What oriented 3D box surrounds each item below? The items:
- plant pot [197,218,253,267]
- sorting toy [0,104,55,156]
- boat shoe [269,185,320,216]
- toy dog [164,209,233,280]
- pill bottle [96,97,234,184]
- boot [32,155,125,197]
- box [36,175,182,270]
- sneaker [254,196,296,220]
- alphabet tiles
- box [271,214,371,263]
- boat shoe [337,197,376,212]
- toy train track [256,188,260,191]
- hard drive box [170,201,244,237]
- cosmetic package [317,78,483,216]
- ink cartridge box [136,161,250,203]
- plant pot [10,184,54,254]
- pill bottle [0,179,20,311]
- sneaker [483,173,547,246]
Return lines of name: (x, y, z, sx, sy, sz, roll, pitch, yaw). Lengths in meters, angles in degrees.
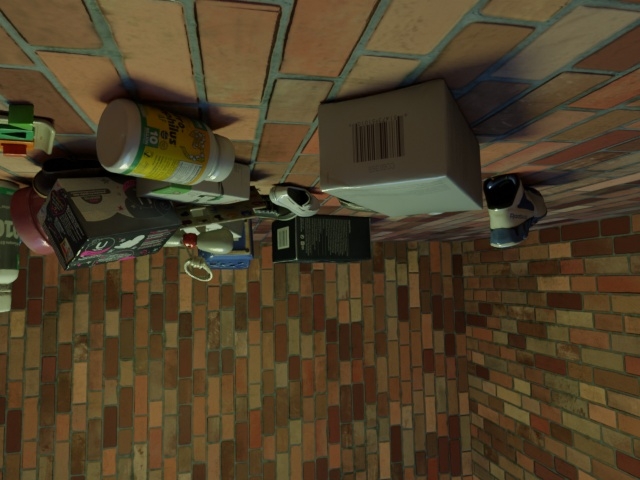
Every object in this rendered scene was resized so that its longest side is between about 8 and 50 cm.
plant pot: (-0.421, 0.001, 2.003, 0.236, 0.235, 0.212, 0, 168, -21)
sorting toy: (-0.593, -0.183, 0.802, 0.196, 0.047, 0.348, 2, 174, -33)
boat shoe: (-0.061, -0.124, 1.419, 0.076, 0.083, 0.226, -4, 174, 37)
toy dog: (-0.418, -0.043, 1.302, 0.334, 0.160, 0.220, 25, 131, -14)
pill bottle: (-0.255, -0.158, 0.766, 0.118, 0.117, 0.209, -5, 173, 39)
boot: (-0.543, -0.142, 1.076, 0.249, 0.090, 0.207, -7, 174, -38)
box: (-0.486, -0.052, 1.050, 0.142, 0.163, 0.247, -39, 167, 30)
sneaker: (-0.177, -0.113, 1.522, 0.222, 0.083, 0.118, -3, 174, 33)
alphabet tiles: (-0.280, -0.105, 1.227, 0.238, 0.009, 0.198, -11, -141, -21)
box: (0.000, 0.000, 2.152, 0.396, 0.211, 0.294, 0, 174, -27)
boat shoe: (0.205, -0.128, 1.287, 0.336, 0.112, 0.096, 1, -179, 22)
toy train track: (-0.224, -0.155, 1.438, 0.083, 0.014, 0.048, -13, 162, 39)
hard drive box: (-0.393, -0.083, 1.469, 0.181, 0.089, 0.232, -4, 158, 30)
cosmetic package: (0.174, -0.144, 0.852, 0.218, 0.156, 0.385, -3, 176, 25)
ink cartridge box: (-0.300, -0.143, 1.074, 0.160, 0.092, 0.220, -5, 173, 42)
plant pot: (-0.735, -0.078, 1.284, 0.181, 0.201, 0.201, -17, 176, -2)
pill bottle: (-0.951, 0.017, 1.231, 0.205, 0.360, 0.204, -1, 176, 0)
sneaker: (0.583, -0.127, 1.342, 0.128, 0.182, 0.316, -3, -156, 40)
